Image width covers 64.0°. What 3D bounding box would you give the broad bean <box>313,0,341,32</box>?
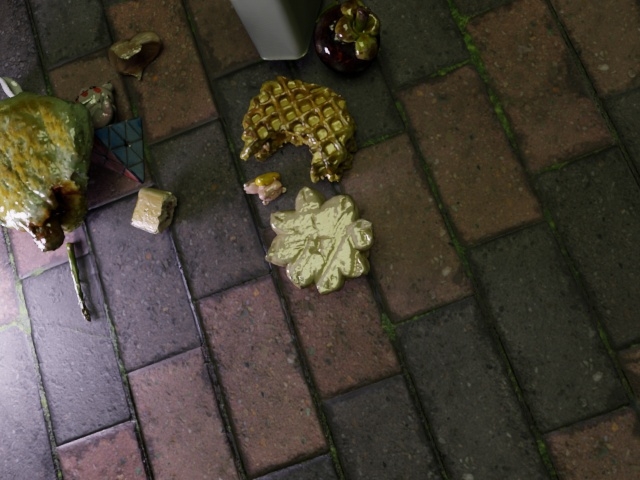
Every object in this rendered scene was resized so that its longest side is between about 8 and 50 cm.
[{"bbox_3d":[-0.038,-0.634,1.520,0.256,0.052,0.053,-35,75,1],"label":"broad bean"}]

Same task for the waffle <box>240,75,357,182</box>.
[{"bbox_3d":[-0.055,-0.304,1.423,0.323,0.151,0.261,20,87,9],"label":"waffle"}]

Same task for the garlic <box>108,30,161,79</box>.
[{"bbox_3d":[-0.566,-0.577,1.568,0.174,0.099,0.124,-27,59,-2],"label":"garlic"}]

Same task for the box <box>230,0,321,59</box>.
[{"bbox_3d":[-0.120,-0.728,1.363,0.177,0.344,0.352,5,68,19],"label":"box"}]

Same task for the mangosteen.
[{"bbox_3d":[0.081,-0.566,1.408,0.192,0.217,0.193,1,85,-13],"label":"mangosteen"}]

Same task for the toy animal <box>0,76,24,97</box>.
[{"bbox_3d":[-0.894,-0.420,1.574,0.130,0.104,0.221,-30,79,3],"label":"toy animal"}]

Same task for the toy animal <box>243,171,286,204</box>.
[{"bbox_3d":[-0.157,-0.143,1.440,0.114,0.091,0.082,-19,93,3],"label":"toy animal"}]

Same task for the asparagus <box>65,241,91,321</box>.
[{"bbox_3d":[-0.711,0.121,1.499,0.024,0.025,0.249,-9,75,-37],"label":"asparagus"}]

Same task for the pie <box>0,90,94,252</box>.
[{"bbox_3d":[-0.793,-0.223,1.435,0.394,0.180,0.419,27,106,17],"label":"pie"}]

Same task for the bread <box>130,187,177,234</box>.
[{"bbox_3d":[-0.477,-0.088,1.476,0.105,0.082,0.125,18,93,20],"label":"bread"}]

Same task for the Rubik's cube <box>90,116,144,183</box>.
[{"bbox_3d":[-0.586,-0.314,1.504,0.211,0.190,0.178,23,67,6],"label":"Rubik's cube"}]

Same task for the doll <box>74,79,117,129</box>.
[{"bbox_3d":[-0.667,-0.396,1.531,0.149,0.095,0.192,-38,52,3],"label":"doll"}]

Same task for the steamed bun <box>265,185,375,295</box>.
[{"bbox_3d":[0.000,0.000,1.370,0.295,0.137,0.293,-25,79,9],"label":"steamed bun"}]
